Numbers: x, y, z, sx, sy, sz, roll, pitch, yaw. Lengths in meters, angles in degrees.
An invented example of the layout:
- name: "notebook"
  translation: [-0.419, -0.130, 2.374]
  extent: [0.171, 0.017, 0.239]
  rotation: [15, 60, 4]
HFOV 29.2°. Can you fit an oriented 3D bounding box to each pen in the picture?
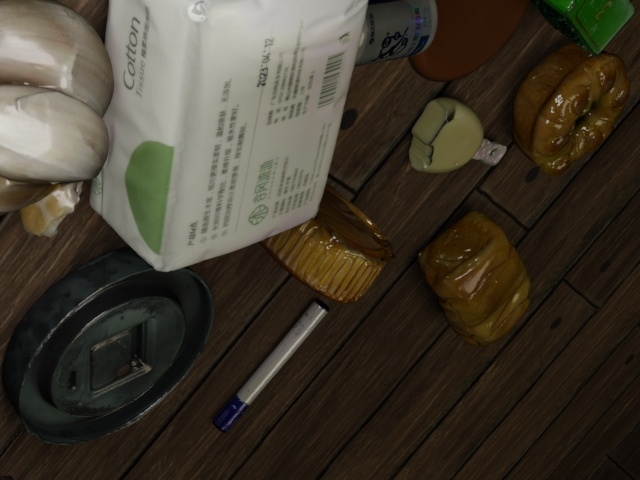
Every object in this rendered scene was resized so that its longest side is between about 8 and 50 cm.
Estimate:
- name: "pen"
  translation: [-0.081, 0.205, 2.011]
  extent: [0.269, 0.033, 0.033]
  rotation: [-51, 148, 5]

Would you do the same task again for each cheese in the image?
- name: "cheese"
  translation: [0.228, -0.151, 1.959]
  extent: [0.255, 0.050, 0.127]
  rotation: [12, 116, -54]

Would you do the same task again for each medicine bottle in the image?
- name: "medicine bottle"
  translation: [0.051, -0.276, 1.557]
  extent: [0.191, 0.107, 0.107]
  rotation: [-17, 138, -39]

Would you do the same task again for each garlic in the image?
- name: "garlic"
  translation: [-0.332, -0.128, 1.271]
  extent: [0.237, 0.210, 0.292]
  rotation: [-15, 156, 13]

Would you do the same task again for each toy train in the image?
- name: "toy train"
  translation: [0.401, -0.395, 1.809]
  extent: [0.188, 0.132, 0.243]
  rotation: [-50, 152, 7]

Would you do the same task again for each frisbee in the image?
- name: "frisbee"
  translation: [0.224, -0.336, 1.780]
  extent: [0.251, 0.021, 0.251]
  rotation: [-30, 143, -25]

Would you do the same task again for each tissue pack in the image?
- name: "tissue pack"
  translation: [-0.108, -0.175, 1.399]
  extent: [0.266, 0.194, 0.356]
  rotation: [-21, 139, -38]

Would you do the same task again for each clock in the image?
- name: "clock"
  translation: [-0.285, 0.144, 1.670]
  extent: [0.312, 0.061, 0.312]
  rotation: [-31, 145, -24]

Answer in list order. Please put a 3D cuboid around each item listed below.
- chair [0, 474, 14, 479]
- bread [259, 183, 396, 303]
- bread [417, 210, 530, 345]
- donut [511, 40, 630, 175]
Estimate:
- name: "chair"
  translation: [-0.511, 0.310, 1.551]
  extent: [0.212, 0.101, 0.084]
  rotation: [4, 123, -53]
- name: "bread"
  translation: [-0.001, 0.000, 1.724]
  extent: [0.199, 0.199, 0.104]
  rotation: [9, 123, -53]
- name: "bread"
  translation: [0.280, 0.079, 2.206]
  extent: [0.167, 0.132, 0.294]
  rotation: [-49, 147, -9]
- name: "donut"
  translation: [0.413, -0.222, 2.040]
  extent: [0.226, 0.114, 0.226]
  rotation: [-30, 144, -25]
